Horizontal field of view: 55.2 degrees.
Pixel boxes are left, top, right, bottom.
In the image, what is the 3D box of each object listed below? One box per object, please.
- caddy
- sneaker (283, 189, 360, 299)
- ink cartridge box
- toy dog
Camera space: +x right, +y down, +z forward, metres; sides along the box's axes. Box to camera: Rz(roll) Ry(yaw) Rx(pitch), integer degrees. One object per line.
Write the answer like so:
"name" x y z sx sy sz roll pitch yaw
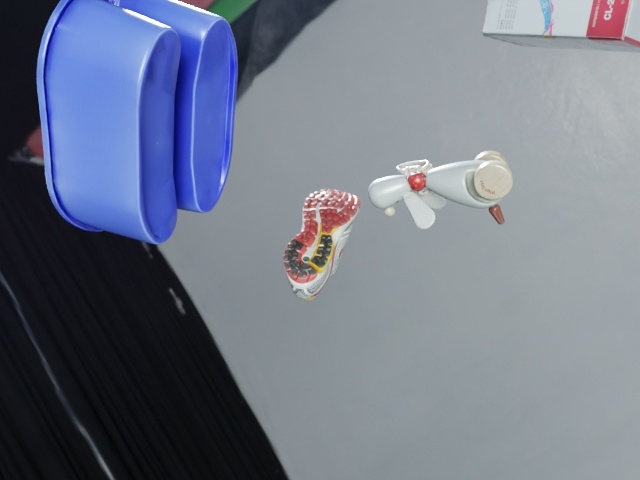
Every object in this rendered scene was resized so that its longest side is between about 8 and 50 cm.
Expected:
"caddy" -0.242 -0.161 0.795 0.241 0.179 0.341 -44 -32 -56
"sneaker" 0.000 0.000 0.994 0.092 0.088 0.225 90 -156 -47
"ink cartridge box" 0.307 -0.274 0.742 0.175 0.072 0.127 20 20 41
"toy dog" 0.295 -0.096 1.411 0.334 0.161 0.220 -3 19 39
